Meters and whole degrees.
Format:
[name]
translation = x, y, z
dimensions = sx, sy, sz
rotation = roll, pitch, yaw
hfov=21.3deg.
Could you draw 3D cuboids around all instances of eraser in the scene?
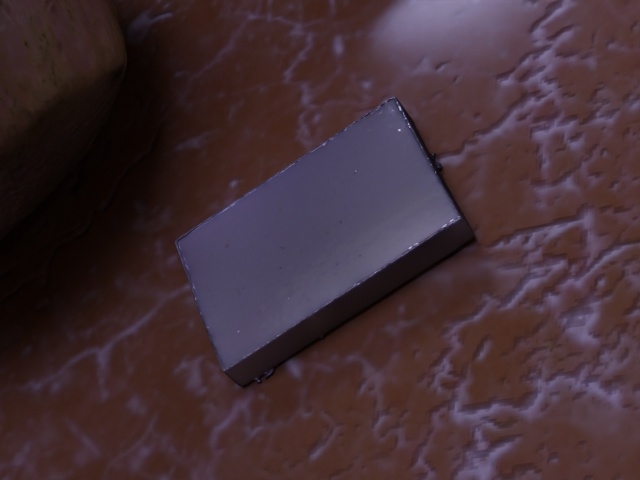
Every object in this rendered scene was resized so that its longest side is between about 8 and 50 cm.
[eraser]
translation = 0.000, 0.000, 0.906
dimensions = 0.150, 0.023, 0.104
rotation = -33, 47, 10

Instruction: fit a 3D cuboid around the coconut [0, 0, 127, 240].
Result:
[coconut]
translation = -0.303, -0.122, 1.001
dimensions = 0.352, 0.352, 0.353
rotation = -17, 52, 23
